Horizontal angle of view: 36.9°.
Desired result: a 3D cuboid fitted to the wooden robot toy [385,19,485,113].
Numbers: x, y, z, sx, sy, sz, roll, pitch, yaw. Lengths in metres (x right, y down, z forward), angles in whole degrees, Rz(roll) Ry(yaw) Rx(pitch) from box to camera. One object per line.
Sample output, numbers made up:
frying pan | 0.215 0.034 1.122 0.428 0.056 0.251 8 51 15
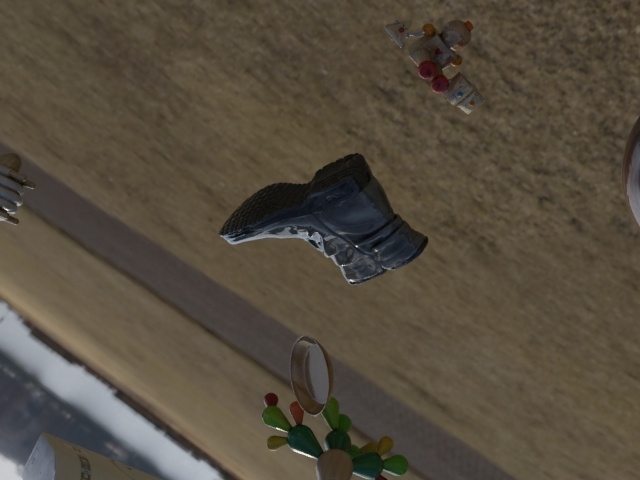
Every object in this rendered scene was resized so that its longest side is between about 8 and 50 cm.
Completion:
wooden robot toy | 0.152 -0.217 1.114 0.173 0.079 0.076 39 -157 -34

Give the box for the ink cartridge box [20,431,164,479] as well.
ink cartridge box | -0.277 0.425 1.470 0.308 0.091 0.385 30 169 -23

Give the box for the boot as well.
boot | 0.000 0.000 1.208 0.246 0.083 0.161 -18 121 34

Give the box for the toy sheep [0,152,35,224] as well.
toy sheep | -0.469 -0.067 1.383 0.091 0.132 0.091 21 166 6

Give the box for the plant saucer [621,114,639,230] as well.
plant saucer | 0.572 -0.086 1.331 0.310 0.050 0.311 9 109 28

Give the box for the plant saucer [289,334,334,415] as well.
plant saucer | -0.006 0.139 0.991 0.015 0.083 0.083 -4 -177 -30

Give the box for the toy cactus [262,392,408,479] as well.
toy cactus | 0.013 0.292 1.299 0.219 0.112 0.180 33 -163 -7
